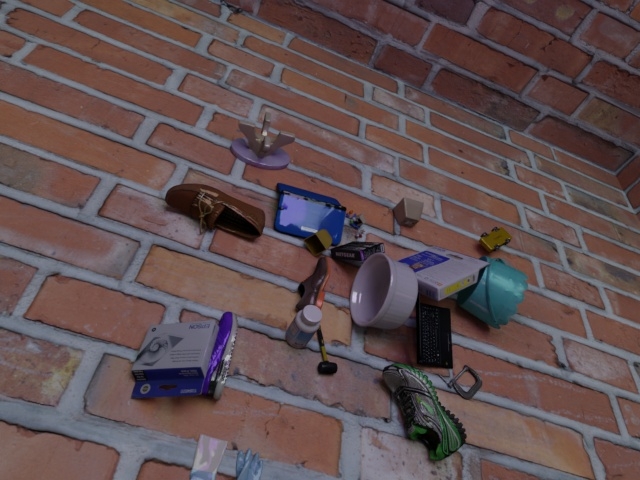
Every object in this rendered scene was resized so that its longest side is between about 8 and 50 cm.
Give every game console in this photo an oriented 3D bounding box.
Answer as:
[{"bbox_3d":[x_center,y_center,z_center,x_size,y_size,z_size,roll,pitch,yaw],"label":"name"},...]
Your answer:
[{"bbox_3d":[-0.055,-0.117,2.119,0.293,0.173,0.250,14,77,-16],"label":"game console"}]

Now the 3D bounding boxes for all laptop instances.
[{"bbox_3d":[0.421,0.333,1.805,0.264,0.136,0.234,14,67,-26],"label":"laptop"}]

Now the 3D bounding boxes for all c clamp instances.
[{"bbox_3d":[0.533,0.518,1.846,0.161,0.022,0.137,-20,62,-39],"label":"c clamp"}]

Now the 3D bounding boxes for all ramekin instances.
[{"bbox_3d":[0.234,0.195,1.813,0.135,0.277,0.277,20,44,-21],"label":"ramekin"}]

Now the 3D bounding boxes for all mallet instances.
[{"bbox_3d":[0.002,0.372,1.694,0.062,0.039,0.189,3,45,-30],"label":"mallet"}]

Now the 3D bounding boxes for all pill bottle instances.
[{"bbox_3d":[-0.054,0.285,1.650,0.087,0.160,0.087,15,46,-16],"label":"pill bottle"}]

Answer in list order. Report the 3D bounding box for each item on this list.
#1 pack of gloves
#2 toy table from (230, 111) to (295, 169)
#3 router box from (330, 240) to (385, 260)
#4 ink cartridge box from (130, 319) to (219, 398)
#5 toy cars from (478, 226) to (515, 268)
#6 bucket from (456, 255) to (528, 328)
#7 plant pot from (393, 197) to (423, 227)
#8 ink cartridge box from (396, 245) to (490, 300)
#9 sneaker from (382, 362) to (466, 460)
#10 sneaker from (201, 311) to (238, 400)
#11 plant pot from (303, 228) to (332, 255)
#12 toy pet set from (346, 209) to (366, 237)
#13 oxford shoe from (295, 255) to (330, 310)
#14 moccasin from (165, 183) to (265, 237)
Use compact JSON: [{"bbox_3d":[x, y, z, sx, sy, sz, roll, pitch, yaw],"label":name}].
[{"bbox_3d":[-0.254,0.640,1.300,0.195,0.046,0.232,21,44,-10],"label":"pack of gloves"},{"bbox_3d":[-0.252,-0.441,2.218,0.274,0.161,0.252,3,49,-24],"label":"toy table"},{"bbox_3d":[0.148,0.041,1.984,0.133,0.179,0.046,-17,103,-38],"label":"router box"},{"bbox_3d":[-0.420,0.334,1.411,0.223,0.045,0.224,-7,44,13],"label":"ink cartridge box"},{"bbox_3d":[0.830,0.083,2.366,0.177,0.087,0.393,19,47,-4],"label":"toy cars"},{"bbox_3d":[0.710,0.207,2.060,0.183,0.281,0.281,27,43,2],"label":"bucket"},{"bbox_3d":[0.414,-0.124,2.323,0.109,0.109,0.096,14,58,-17],"label":"plant pot"},{"bbox_3d":[0.471,0.124,2.013,0.307,0.072,0.304,-16,22,-31],"label":"ink cartridge box"},{"bbox_3d":[0.323,0.554,1.621,0.146,0.134,0.343,-24,65,-40],"label":"sneaker"},{"bbox_3d":[-0.340,0.329,1.502,0.146,0.102,0.293,14,44,-10],"label":"sneaker"},{"bbox_3d":[0.000,0.000,1.984,0.081,0.081,0.083,57,44,-5],"label":"plant pot"},{"bbox_3d":[0.143,-0.077,2.154,0.122,0.065,0.114,58,39,-15],"label":"toy pet set"},{"bbox_3d":[-0.026,0.155,1.837,0.098,0.097,0.271,18,44,-4],"label":"oxford shoe"},{"bbox_3d":[-0.395,-0.101,1.858,0.380,0.139,0.147,25,34,-19],"label":"moccasin"}]
